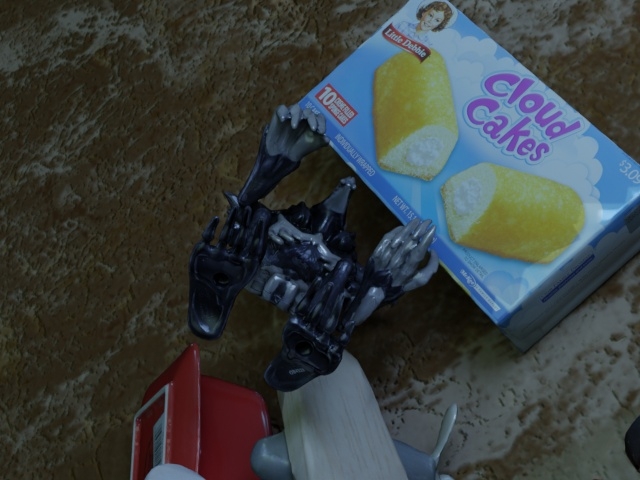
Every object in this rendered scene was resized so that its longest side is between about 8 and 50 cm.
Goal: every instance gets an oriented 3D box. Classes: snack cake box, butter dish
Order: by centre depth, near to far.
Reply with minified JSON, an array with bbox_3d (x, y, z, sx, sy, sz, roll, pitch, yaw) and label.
[{"bbox_3d":[-0.078,0.176,0.803,0.160,0.118,0.160,135,139,-58],"label":"butter dish"},{"bbox_3d":[0.122,-0.062,0.816,0.152,0.089,0.264,-43,58,4],"label":"snack cake box"}]

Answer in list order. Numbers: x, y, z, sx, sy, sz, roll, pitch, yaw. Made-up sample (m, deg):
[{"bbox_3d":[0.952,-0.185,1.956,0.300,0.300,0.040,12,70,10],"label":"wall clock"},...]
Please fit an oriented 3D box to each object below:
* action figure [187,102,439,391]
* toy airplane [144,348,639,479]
[{"bbox_3d":[0.000,0.000,0.741,0.164,0.275,0.141,37,107,-2],"label":"action figure"},{"bbox_3d":[0.065,0.244,0.593,0.384,0.272,0.386,23,41,20],"label":"toy airplane"}]
